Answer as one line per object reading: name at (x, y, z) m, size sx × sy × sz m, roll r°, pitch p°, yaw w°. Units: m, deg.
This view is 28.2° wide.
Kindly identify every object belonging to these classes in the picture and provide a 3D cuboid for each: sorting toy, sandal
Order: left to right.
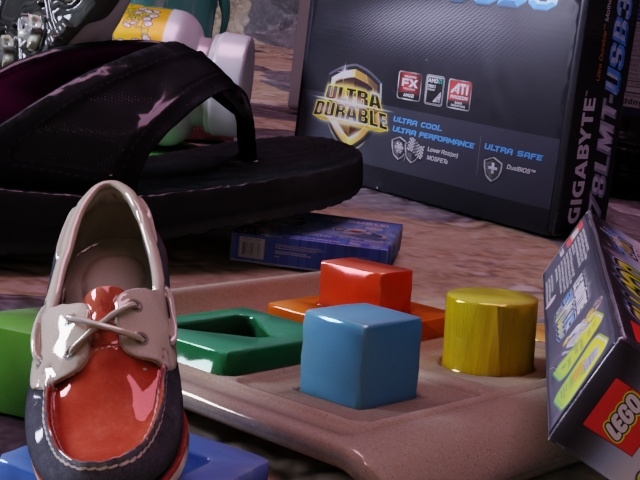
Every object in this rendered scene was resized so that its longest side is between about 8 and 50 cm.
sandal at (-0.150, -0.057, 0.697) m, size 0.445 × 0.107 × 0.167 m, roll -6°, pitch 13°, yaw -38°
sorting toy at (0.018, 0.039, 0.511) m, size 0.347 × 0.047 × 0.196 m, roll -5°, pitch 16°, yaw -45°

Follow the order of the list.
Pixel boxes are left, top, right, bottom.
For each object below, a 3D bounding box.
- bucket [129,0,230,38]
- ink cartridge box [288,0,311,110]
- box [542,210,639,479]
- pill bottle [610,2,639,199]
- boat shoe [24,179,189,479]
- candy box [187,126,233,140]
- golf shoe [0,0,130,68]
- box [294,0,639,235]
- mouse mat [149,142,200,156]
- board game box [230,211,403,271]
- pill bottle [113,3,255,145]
bucket at (-0.225, -0.272, 1.304) m, size 0.281 × 0.183 × 0.281 m, roll 6°, pitch 9°, yaw -1°
ink cartridge box at (0.118, -0.246, 1.565) m, size 0.197 × 0.198 × 0.270 m, roll 13°, pitch 13°, yaw 28°
box at (0.132, 0.050, 0.433) m, size 0.114 × 0.036 × 0.207 m, roll 33°, pitch 14°, yaw 3°
pill bottle at (0.297, -0.150, 1.144) m, size 0.122 × 0.219 × 0.123 m, roll 6°, pitch 12°, yaw -1°
boat shoe at (-0.066, 0.030, 0.395) m, size 0.049 × 0.043 × 0.137 m, roll -2°, pitch 30°, yaw -5°
candy box at (-0.157, -0.137, 1.251) m, size 0.109 × 0.053 × 0.186 m, roll 2°, pitch 13°, yaw -20°
golf shoe at (-0.172, -0.132, 0.856) m, size 0.120 × 0.105 × 0.273 m, roll 6°, pitch -23°, yaw -33°
box at (0.107, -0.176, 0.985) m, size 0.073 × 0.293 × 0.295 m, roll -5°, pitch 16°, yaw -41°
mouse mat at (-0.165, -0.071, 1.047) m, size 0.189 × 0.007 × 0.152 m, roll -1°, pitch 14°, yaw -28°
board game box at (0.000, 0.000, 0.755) m, size 0.090 × 0.020 × 0.090 m, roll 7°, pitch 11°, yaw 7°
pill bottle at (-0.165, -0.143, 1.085) m, size 0.208 × 0.118 × 0.117 m, roll 8°, pitch 12°, yaw 3°
